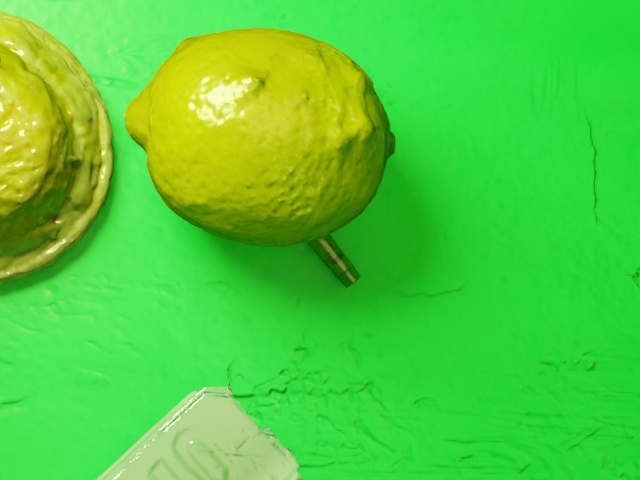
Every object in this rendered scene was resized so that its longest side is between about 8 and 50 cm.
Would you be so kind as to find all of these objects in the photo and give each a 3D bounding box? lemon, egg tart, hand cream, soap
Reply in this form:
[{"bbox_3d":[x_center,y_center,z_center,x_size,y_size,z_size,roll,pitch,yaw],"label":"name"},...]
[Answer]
[{"bbox_3d":[-0.060,-0.107,1.232,0.288,0.233,0.234,8,83,-14],"label":"lemon"},{"bbox_3d":[-0.364,-0.100,1.202,0.318,0.128,0.319,1,87,-16],"label":"egg tart"},{"bbox_3d":[0.000,0.000,1.345,0.036,0.023,0.122,-39,92,-11],"label":"hand cream"},{"bbox_3d":[-0.157,0.281,1.240,0.261,0.094,0.150,-43,97,-14],"label":"soap"}]
